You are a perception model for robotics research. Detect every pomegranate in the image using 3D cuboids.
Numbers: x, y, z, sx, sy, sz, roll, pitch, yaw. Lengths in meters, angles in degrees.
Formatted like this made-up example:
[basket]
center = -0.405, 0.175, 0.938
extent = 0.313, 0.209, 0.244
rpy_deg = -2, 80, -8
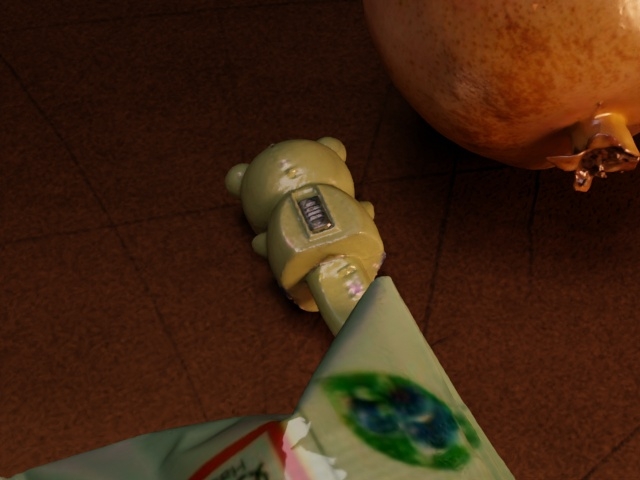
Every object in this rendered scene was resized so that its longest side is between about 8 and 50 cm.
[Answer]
[pomegranate]
center = 0.186, -0.191, 1.524
extent = 0.319, 0.319, 0.319
rpy_deg = -3, 53, 4

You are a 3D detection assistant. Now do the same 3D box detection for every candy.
[candy]
center = -0.053, 0.212, 1.335
extent = 0.398, 0.172, 0.263
rpy_deg = -28, 60, 0

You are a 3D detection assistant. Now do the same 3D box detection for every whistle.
[whistle]
center = 0.000, 0.000, 1.520
extent = 0.105, 0.085, 0.227
rpy_deg = -20, 52, -8
